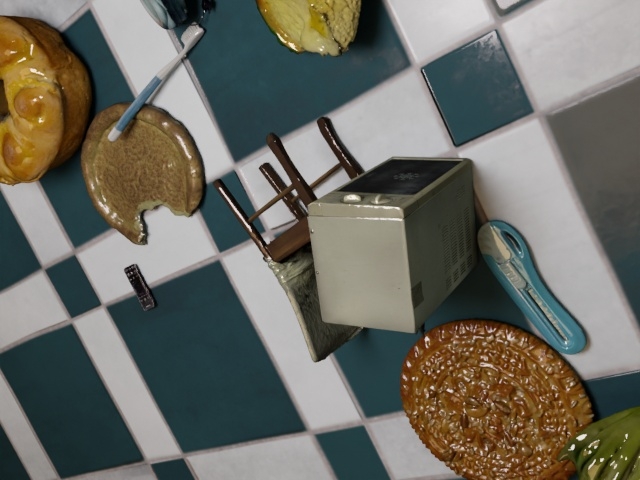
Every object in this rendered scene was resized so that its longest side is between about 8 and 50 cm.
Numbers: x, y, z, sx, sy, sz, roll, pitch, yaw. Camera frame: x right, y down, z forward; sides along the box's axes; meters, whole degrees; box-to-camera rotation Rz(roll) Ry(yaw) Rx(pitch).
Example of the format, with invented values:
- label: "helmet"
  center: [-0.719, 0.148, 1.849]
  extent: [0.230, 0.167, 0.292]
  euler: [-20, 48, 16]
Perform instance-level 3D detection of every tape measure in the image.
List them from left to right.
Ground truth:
- label: "tape measure"
  center: [-0.208, -0.417, 1.118]
  extent: [0.180, 0.104, 0.107]
  euler: [-48, 49, 2]

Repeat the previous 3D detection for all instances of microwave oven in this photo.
- label: "microwave oven"
  center: [0.104, 0.002, 0.965]
  extent: [0.145, 0.240, 0.193]
  euler: [6, 113, 29]

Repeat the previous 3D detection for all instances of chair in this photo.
- label: "chair"
  center: [0.000, 0.000, 1.084]
  extent: [0.186, 0.160, 0.319]
  euler: [-33, 88, 39]

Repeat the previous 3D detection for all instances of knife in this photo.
- label: "knife"
  center: [0.293, 0.067, 1.003]
  extent: [0.064, 0.031, 0.222]
  euler: [-37, 88, 33]

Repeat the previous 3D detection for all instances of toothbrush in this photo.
- label: "toothbrush"
  center: [-0.284, -0.263, 1.212]
  extent: [0.276, 0.019, 0.025]
  euler: [-41, 78, 28]

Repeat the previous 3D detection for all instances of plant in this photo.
- label: "plant"
  center: [0.461, 0.222, 0.934]
  extent: [0.251, 0.180, 0.333]
  euler: [15, 90, 15]

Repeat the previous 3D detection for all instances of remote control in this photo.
- label: "remote control"
  center: [-0.359, 0.092, 1.435]
  extent: [0.039, 0.014, 0.096]
  euler: [-24, 95, 37]

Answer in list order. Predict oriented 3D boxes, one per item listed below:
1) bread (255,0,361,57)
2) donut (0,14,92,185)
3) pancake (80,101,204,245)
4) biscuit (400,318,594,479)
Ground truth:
- label: "bread"
  center: [-0.025, -0.381, 0.953]
  extent: [0.174, 0.133, 0.251]
  euler: [28, 158, 53]
- label: "donut"
  center: [-0.564, -0.258, 1.333]
  extent: [0.317, 0.150, 0.299]
  euler: [-8, 105, 35]
- label: "pancake"
  center: [-0.332, -0.115, 1.321]
  extent: [0.288, 0.033, 0.285]
  euler: [20, 118, 24]
- label: "biscuit"
  center: [0.259, 0.259, 1.100]
  extent: [0.306, 0.038, 0.305]
  euler: [12, 116, 28]
